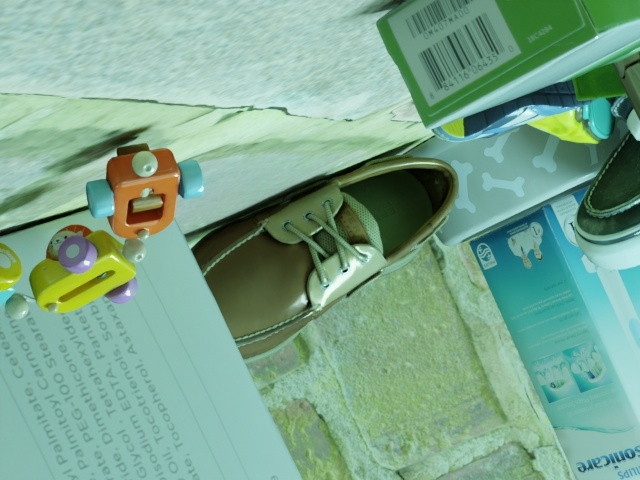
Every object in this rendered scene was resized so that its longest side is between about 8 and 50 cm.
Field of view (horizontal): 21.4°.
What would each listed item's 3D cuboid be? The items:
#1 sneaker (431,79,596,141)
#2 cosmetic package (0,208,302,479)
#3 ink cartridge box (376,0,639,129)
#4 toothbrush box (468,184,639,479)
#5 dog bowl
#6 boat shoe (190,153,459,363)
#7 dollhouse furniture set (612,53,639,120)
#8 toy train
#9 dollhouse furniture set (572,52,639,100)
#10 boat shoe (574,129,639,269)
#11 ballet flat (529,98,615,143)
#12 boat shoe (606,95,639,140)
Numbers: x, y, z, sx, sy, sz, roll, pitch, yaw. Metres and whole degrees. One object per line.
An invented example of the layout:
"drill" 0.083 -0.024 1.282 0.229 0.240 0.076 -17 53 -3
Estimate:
"sneaker" 0.143 -0.109 1.259 0.144 0.053 0.059 -15 173 -16
"cosmetic package" -0.247 0.208 0.995 0.329 0.327 0.393 -27 177 35
"ink cartridge box" 0.135 -0.122 0.856 0.109 0.062 0.209 -28 176 40
"toothbrush box" 0.320 0.086 1.753 0.216 0.296 0.126 -23 176 -39
"dog bowl" 0.243 -0.100 1.711 0.348 0.102 0.349 -26 177 -2
"boat shoe" 0.000 0.000 1.496 0.324 0.123 0.120 -33 177 -40
"dollhouse furniture set" 0.246 -0.124 1.066 0.129 0.129 0.183 -25 177 6
"toy train" -0.144 -0.006 0.859 0.166 0.046 0.125 -15 149 -13
"dollhouse furniture set" 0.231 -0.135 1.181 0.058 0.076 0.151 -7 -171 35
"boat shoe" 0.335 -0.123 1.492 0.335 0.119 0.121 -46 -143 -6
"ballet flat" 0.198 -0.120 1.422 0.077 0.077 0.231 -4 180 16
"boat shoe" 0.322 -0.169 1.331 0.254 0.079 0.095 -33 163 -13
